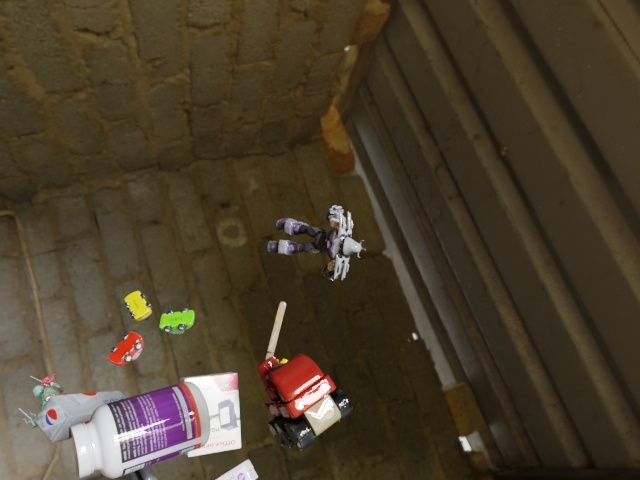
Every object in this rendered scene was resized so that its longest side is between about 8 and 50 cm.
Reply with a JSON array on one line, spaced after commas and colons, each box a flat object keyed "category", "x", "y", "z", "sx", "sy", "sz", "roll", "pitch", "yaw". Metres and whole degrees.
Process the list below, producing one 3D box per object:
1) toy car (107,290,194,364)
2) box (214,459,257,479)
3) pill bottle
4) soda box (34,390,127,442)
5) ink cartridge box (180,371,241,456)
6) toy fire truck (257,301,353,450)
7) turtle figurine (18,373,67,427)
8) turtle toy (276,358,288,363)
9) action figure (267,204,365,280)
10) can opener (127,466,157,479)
[{"category": "toy car", "x": -0.455, "y": 0.240, "z": 1.459, "sx": 0.053, "sy": 0.225, "sz": 0.238, "roll": 77, "pitch": 8, "yaw": -47}, {"category": "box", "x": -0.344, "y": 0.774, "z": 1.570, "sx": 0.063, "sy": 0.324, "sz": 0.067, "roll": 58, "pitch": 3, "yaw": 15}, {"category": "pill bottle", "x": -0.462, "y": 0.490, "z": 1.351, "sx": 0.182, "sy": 0.323, "sz": 0.181, "roll": 16, "pitch": -71, "yaw": 54}, {"category": "soda box", "x": -0.704, "y": 0.526, "z": 1.588, "sx": 0.098, "sy": 0.091, "sz": 0.286, "roll": 34, "pitch": 2, "yaw": 25}, {"category": "ink cartridge box", "x": -0.352, "y": 0.551, "z": 1.673, "sx": 0.100, "sy": 0.172, "sz": 0.237, "roll": 154, "pitch": -67, "yaw": -64}, {"category": "toy fire truck", "x": -0.058, "y": 0.252, "z": 1.021, "sx": 0.246, "sy": 0.159, "sz": 0.217, "roll": 57, "pitch": -24, "yaw": 5}, {"category": "turtle figurine", "x": -0.914, "y": 0.560, "z": 1.786, "sx": 0.234, "sy": 0.118, "sz": 0.175, "roll": 43, "pitch": 33, "yaw": -16}, {"category": "turtle toy", "x": -0.115, "y": 0.402, "z": 1.545, "sx": 0.066, "sy": 0.095, "sz": 0.130, "roll": 19, "pitch": -21, "yaw": 49}, {"category": "action figure", "x": 0.000, "y": 0.000, "z": 1.310, "sx": 0.285, "sy": 0.099, "sz": 0.185, "roll": 10, "pitch": -94, "yaw": 41}, {"category": "can opener", "x": -0.621, "y": 0.708, "z": 1.693, "sx": 0.284, "sy": 0.076, "sz": 0.095, "roll": 24, "pitch": -18, "yaw": 52}]
